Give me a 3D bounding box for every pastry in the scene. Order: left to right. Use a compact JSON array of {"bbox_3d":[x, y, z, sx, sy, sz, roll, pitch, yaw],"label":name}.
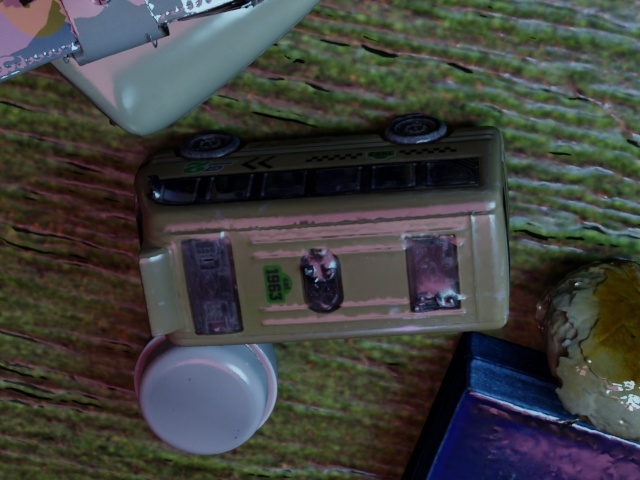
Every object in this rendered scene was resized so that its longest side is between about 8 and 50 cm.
[{"bbox_3d":[0.240,0.085,1.183,0.153,0.153,0.081,22,144,-6],"label":"pastry"}]

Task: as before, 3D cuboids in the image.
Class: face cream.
[{"bbox_3d":[-0.092,0.109,1.242,0.117,0.104,0.117,2,117,4],"label":"face cream"}]

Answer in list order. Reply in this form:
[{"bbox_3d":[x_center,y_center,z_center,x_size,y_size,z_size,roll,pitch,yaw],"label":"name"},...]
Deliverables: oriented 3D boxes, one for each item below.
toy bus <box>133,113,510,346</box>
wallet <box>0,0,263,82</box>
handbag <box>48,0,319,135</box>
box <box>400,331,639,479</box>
[{"bbox_3d":[0.000,0.000,1.149,0.289,0.157,0.139,-2,116,6],"label":"toy bus"},{"bbox_3d":[-0.157,-0.204,1.009,0.231,0.069,0.170,-16,100,-3],"label":"wallet"},{"bbox_3d":[-0.091,-0.240,1.069,0.315,0.109,0.241,-42,107,18],"label":"handbag"},{"bbox_3d":[0.208,0.245,1.285,0.279,0.116,0.261,18,117,-2],"label":"box"}]
